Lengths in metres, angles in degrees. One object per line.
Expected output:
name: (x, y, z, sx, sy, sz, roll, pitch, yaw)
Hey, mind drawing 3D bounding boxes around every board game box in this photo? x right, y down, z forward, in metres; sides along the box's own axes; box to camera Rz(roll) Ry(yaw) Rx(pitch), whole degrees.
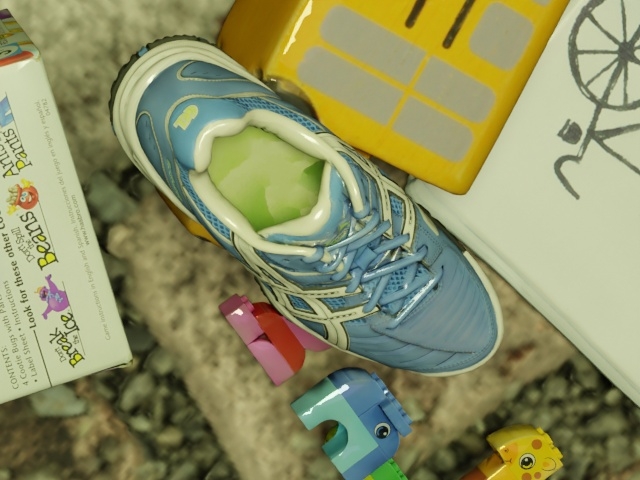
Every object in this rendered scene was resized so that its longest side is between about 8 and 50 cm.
board game box: (-0.241, 0.013, 0.865, 0.275, 0.142, 0.144, -18, 108, -10)

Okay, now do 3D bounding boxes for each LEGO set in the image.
LEGO set: (0.058, 0.103, 0.996, 0.093, 0.087, 0.227, -36, 111, -3)

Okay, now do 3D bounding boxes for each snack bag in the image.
snack bag: (0.250, -0.052, 1.034, 0.323, 0.037, 0.342, 43, 91, -21)

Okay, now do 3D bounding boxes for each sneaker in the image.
sneaker: (0.000, 0.000, 0.843, 0.211, 0.081, 0.080, 35, 94, -27)

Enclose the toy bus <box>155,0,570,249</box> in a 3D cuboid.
toy bus: (0.048, -0.140, 0.921, 0.130, 0.108, 0.333, 25, 96, -21)
